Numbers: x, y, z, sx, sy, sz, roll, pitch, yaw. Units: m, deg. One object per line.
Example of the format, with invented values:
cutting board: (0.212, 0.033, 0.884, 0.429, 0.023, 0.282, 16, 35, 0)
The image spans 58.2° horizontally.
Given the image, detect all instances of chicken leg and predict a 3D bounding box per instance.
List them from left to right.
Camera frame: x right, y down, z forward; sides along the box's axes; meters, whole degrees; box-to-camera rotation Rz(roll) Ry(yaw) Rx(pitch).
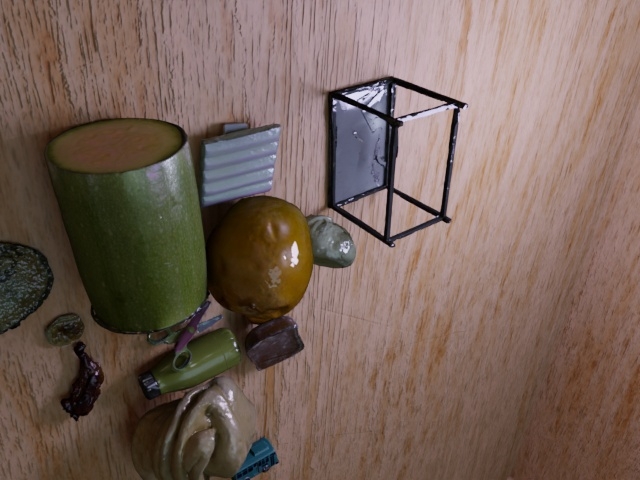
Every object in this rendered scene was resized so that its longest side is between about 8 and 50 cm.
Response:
chicken leg: (-0.561, 0.339, 1.368, 0.089, 0.048, 0.219, 4, 114, -45)

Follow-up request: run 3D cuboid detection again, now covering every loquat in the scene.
loquat: (-0.137, 0.041, 1.367, 0.284, 0.276, 0.276, -65, 147, -37)

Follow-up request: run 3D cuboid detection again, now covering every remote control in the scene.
remote control: (-0.207, -0.195, 1.343, 0.061, 0.029, 0.162, -9, 126, -34)

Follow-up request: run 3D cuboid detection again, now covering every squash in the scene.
squash: (-0.366, -0.022, 1.153, 0.263, 0.263, 0.385, -21, 128, -29)

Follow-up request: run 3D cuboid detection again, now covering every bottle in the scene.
bottle: (-0.341, 0.325, 1.499, 0.260, 0.112, 0.112, -24, 129, -27)

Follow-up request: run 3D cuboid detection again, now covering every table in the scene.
table: (0.185, -0.208, 1.486, 0.222, 0.272, 0.335, -21, 128, -28)

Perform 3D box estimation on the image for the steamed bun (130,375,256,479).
steamed bun: (-0.323, 0.545, 1.526, 0.372, 0.230, 0.324, -39, 144, 16)

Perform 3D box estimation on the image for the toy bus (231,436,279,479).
toy bus: (-0.220, 0.714, 1.870, 0.160, 0.079, 0.092, -21, 127, -27)

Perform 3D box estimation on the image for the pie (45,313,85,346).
pie: (-0.573, 0.202, 1.292, 0.084, 0.020, 0.084, -21, 128, -30)

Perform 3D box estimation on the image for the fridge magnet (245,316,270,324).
fridge magnet: (-0.153, 0.168, 1.592, 0.143, 0.063, 0.143, -23, 130, -30)

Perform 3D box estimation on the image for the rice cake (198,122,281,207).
rice cake: (-0.186, -0.172, 1.327, 0.198, 0.037, 0.189, -12, 128, -35)

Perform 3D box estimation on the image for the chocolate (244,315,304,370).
chocolate: (-0.136, 0.275, 1.621, 0.156, 0.080, 0.254, -22, 154, -7)

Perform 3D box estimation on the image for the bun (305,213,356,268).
bun: (0.000, 0.000, 1.558, 0.212, 0.203, 0.127, 65, 38, -78)

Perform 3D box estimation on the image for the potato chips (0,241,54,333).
potato chips: (-0.655, 0.089, 1.151, 0.202, 0.029, 0.220, -53, 139, -1)

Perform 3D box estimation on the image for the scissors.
scissors: (-0.336, 0.231, 1.466, 0.187, 0.133, 0.020, -41, 178, -27)
